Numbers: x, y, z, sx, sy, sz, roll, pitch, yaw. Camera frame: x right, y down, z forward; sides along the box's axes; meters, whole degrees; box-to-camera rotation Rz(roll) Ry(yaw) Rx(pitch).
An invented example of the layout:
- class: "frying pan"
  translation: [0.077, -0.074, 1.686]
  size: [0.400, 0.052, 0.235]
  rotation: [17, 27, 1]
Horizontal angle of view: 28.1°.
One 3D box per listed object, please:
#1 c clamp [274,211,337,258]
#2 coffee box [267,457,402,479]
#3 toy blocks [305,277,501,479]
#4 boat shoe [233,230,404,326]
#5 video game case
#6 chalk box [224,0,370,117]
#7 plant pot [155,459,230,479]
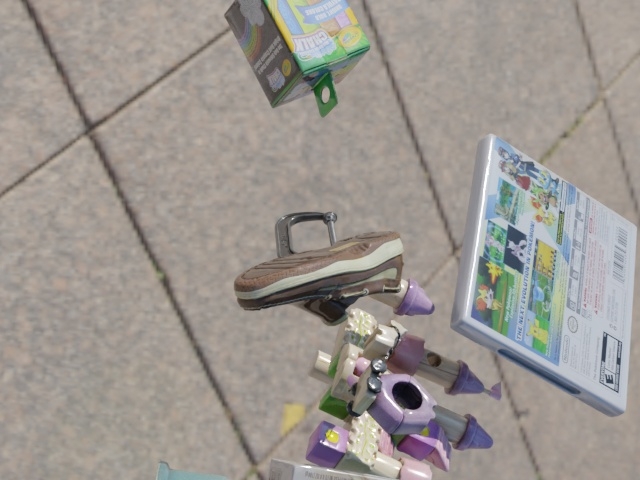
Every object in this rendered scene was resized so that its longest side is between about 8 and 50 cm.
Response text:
- class: "c clamp"
  translation: [0.000, 0.000, 1.896]
  size: [0.137, 0.160, 0.022]
  rotation: [-12, 126, -5]
- class: "coffee box"
  translation: [0.004, 0.360, 1.317]
  size: [0.141, 0.098, 0.246]
  rotation: [12, 81, -16]
- class: "toy blocks"
  translation: [0.131, 0.237, 1.747]
  size: [0.260, 0.309, 0.288]
  rotation: [26, 44, -9]
- class: "boat shoe"
  translation: [0.010, 0.059, 1.548]
  size: [0.257, 0.095, 0.095]
  rotation: [-16, 101, -38]
- class: "video game case"
  translation: [0.326, 0.047, 1.815]
  size: [0.300, 0.036, 0.329]
  rotation: [29, 53, -22]
- class: "chalk box"
  translation: [-0.024, -0.289, 1.890]
  size: [0.132, 0.132, 0.213]
  rotation: [-26, 85, -28]
- class: "plant pot"
  translation: [-0.036, 0.439, 1.540]
  size: [0.334, 0.341, 0.341]
  rotation: [1, 90, -5]
